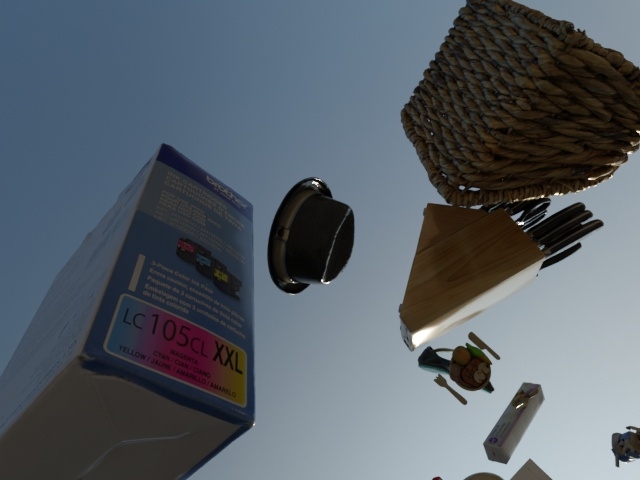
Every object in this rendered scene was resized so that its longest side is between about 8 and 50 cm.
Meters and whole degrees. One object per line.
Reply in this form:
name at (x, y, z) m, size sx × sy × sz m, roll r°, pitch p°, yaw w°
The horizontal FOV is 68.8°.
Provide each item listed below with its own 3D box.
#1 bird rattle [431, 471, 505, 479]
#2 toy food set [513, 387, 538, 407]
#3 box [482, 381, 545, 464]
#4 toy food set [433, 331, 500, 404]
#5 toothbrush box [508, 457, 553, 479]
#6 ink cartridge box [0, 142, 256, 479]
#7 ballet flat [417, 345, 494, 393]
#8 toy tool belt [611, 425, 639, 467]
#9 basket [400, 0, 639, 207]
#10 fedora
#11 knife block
bird rattle at (0.396, 0.681, 1.191) m, size 0.207 × 0.143 × 0.253 m, roll -45°, pitch -99°, yaw 1°
toy food set at (0.567, 0.428, 1.284) m, size 0.078 × 0.122 × 0.019 m, roll -30°, pitch -118°, yaw -10°
box at (0.625, 0.574, 1.496) m, size 0.324 × 0.063 × 0.067 m, roll -32°, pitch -76°, yaw -39°
toy food set at (0.433, 0.369, 1.355) m, size 0.132 × 0.038 × 0.192 m, roll 40°, pitch -107°, yaw 10°
toothbrush box at (0.596, 0.812, 1.421) m, size 0.216 × 0.296 × 0.126 m, roll -38°, pitch -126°, yaw -15°
ink cartridge box at (-0.208, 0.075, 0.520) m, size 0.151 × 0.270 × 0.395 m, roll 35°, pitch -157°, yaw -29°
ballet flat at (0.435, 0.399, 1.500) m, size 0.095 × 0.280 × 0.096 m, roll 42°, pitch -112°, yaw -37°
toy tool belt at (0.522, 0.351, 0.785) m, size 0.052 × 0.083 × 0.051 m, roll 25°, pitch -123°, yaw 16°
basket at (0.269, -0.171, 0.634) m, size 0.213 × 0.223 × 0.299 m, roll 19°, pitch -149°, yaw -18°
fedora at (0.000, 0.000, 1.281) m, size 0.152 × 0.334 × 0.334 m, roll 15°, pitch -124°, yaw 31°
knife block at (0.255, 0.039, 0.660) m, size 0.242 × 0.088 × 0.276 m, roll 10°, pitch -118°, yaw 19°
